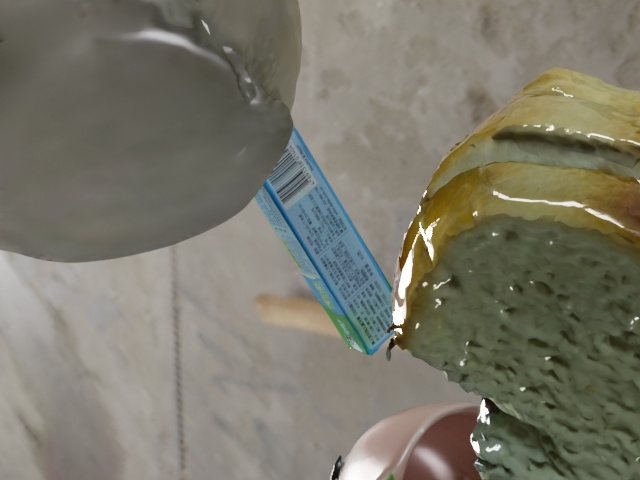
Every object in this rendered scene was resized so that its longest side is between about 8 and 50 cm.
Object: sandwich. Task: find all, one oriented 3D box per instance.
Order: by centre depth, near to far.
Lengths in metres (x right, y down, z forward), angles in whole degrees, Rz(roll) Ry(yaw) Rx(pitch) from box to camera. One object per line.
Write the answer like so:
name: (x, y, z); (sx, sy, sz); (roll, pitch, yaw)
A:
sandwich: (0.135, 0.086, 0.644); (0.254, 0.100, 0.288); (29, 133, 8)

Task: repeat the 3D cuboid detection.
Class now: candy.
candy: (-0.144, -0.110, 0.807); (0.295, 0.295, 0.185); (105, 158, -53)

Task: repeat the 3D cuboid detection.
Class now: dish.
dish: (0.056, 0.200, 0.924); (0.090, 0.213, 0.213); (5, 125, 48)

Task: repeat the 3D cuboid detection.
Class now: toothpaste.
toothpaste: (0.000, 0.000, 1.565); (0.050, 0.065, 0.267); (12, 139, 56)
